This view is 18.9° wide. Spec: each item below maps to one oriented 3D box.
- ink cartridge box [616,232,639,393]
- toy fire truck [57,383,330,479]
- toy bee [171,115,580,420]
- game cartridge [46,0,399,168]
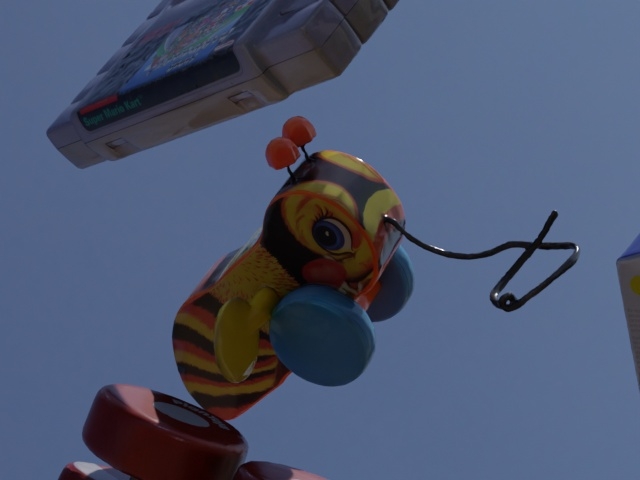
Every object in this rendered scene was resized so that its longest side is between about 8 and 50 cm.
[{"bbox_3d":[0.390,0.019,1.979,0.303,0.072,0.307,-41,-57,-50],"label":"ink cartridge box"},{"bbox_3d":[-0.024,0.215,1.202,0.254,0.302,0.169,15,-83,-51],"label":"toy fire truck"},{"bbox_3d":[0.000,0.000,1.260,0.298,0.195,0.162,-33,-76,17],"label":"toy bee"},{"bbox_3d":[-0.054,-0.171,1.468,0.355,0.068,0.230,-15,28,52],"label":"game cartridge"}]
